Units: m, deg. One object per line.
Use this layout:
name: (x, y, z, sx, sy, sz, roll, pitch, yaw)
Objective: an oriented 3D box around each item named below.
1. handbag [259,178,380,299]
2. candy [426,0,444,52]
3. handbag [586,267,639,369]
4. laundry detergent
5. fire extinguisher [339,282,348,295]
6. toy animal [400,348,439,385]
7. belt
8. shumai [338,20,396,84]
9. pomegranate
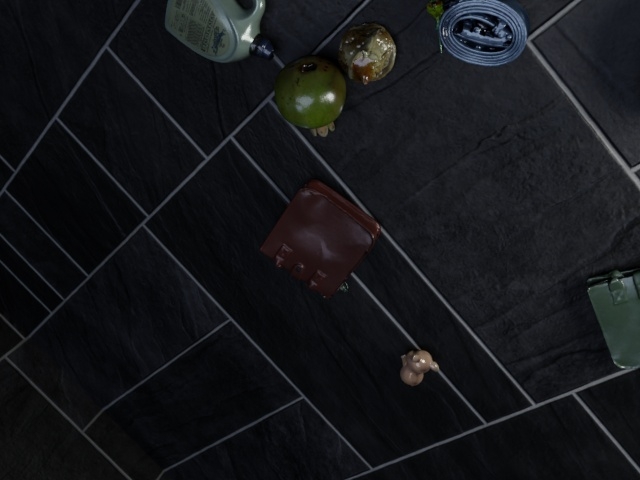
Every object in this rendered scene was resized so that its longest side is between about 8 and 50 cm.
handbag: (0.000, 0.000, 1.755, 0.260, 0.084, 0.275, 36, 120, -2)
candy: (0.259, -0.474, 1.412, 0.035, 0.035, 0.123, 45, 156, 51)
handbag: (0.791, 0.173, 1.519, 0.247, 0.079, 0.260, -16, 110, 30)
laundry detergent: (-0.227, -0.535, 1.541, 0.280, 0.105, 0.215, 30, 124, 8)
fire extinguisher: (0.051, 0.124, 1.849, 0.083, 0.025, 0.038, 39, 127, -1)
toy animal: (0.281, 0.373, 1.858, 0.089, 0.083, 0.150, 62, 148, 36)
belt: (0.345, -0.451, 1.351, 0.190, 0.082, 0.141, 19, 127, 12)
shumai: (0.099, -0.421, 1.456, 0.145, 0.116, 0.145, 12, 121, 20)
pomegranate: (-0.020, -0.332, 1.525, 0.179, 0.179, 0.210, 2, 119, 23)
